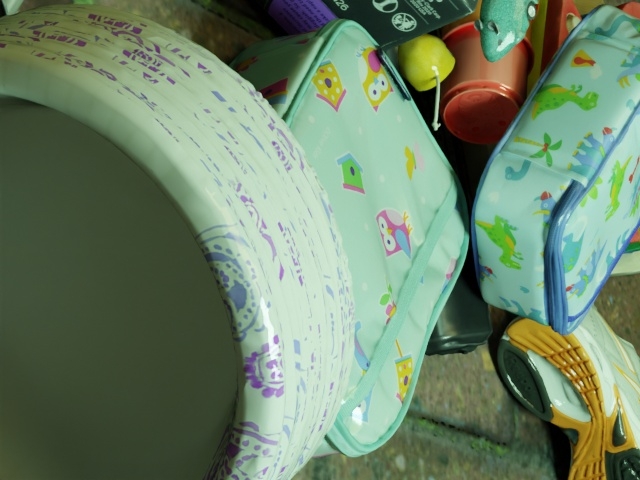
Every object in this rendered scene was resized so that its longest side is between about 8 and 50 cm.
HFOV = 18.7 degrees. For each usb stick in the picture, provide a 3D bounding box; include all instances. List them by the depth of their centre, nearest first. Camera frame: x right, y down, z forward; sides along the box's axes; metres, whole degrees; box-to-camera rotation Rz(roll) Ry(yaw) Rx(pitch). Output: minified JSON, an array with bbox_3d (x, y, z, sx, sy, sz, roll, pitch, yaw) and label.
[{"bbox_3d":[0.078,-0.050,1.477,0.077,0.045,0.278,-4,82,-47],"label":"usb stick"}]

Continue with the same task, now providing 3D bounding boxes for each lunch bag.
[{"bbox_3d":[0.000,0.000,1.298,0.224,0.107,0.279,55,40,-26],"label":"lunch bag"},{"bbox_3d":[0.196,-0.051,1.439,0.219,0.090,0.176,-55,156,-27],"label":"lunch bag"}]

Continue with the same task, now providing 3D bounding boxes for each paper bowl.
[{"bbox_3d":[-0.113,0.021,0.988,0.148,0.284,0.284,-35,107,-55],"label":"paper bowl"}]

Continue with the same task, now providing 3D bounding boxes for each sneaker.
[{"bbox_3d":[0.243,0.145,1.593,0.262,0.099,0.121,63,33,-19],"label":"sneaker"}]

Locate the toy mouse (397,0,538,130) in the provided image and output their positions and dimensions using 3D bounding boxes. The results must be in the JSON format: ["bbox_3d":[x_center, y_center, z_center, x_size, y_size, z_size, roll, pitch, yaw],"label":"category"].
[{"bbox_3d":[0.109,-0.173,1.407,0.031,0.143,0.161,45,14,-37],"label":"toy mouse"}]

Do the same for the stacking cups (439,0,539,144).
[{"bbox_3d":[0.127,-0.211,1.508,0.096,0.096,0.316,47,34,-34],"label":"stacking cups"}]

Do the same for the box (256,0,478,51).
[{"bbox_3d":[0.043,-0.281,1.412,0.165,0.143,0.270,44,46,-28],"label":"box"}]

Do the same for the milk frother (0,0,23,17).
[{"bbox_3d":[-0.214,-0.204,1.106,0.143,0.129,0.135,21,49,2],"label":"milk frother"}]

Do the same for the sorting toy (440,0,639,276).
[{"bbox_3d":[0.222,-0.099,1.650,0.257,0.089,0.256,-3,81,-54],"label":"sorting toy"}]
